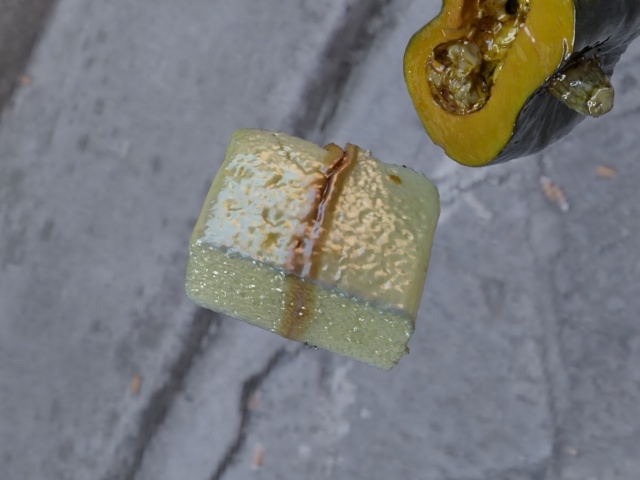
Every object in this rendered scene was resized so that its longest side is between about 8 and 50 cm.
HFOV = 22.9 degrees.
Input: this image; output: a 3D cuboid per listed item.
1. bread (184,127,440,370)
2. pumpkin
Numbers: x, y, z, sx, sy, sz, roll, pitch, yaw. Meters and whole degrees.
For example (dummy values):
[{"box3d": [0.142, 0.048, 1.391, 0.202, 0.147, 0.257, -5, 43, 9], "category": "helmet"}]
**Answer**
[{"box3d": [0.000, 0.000, 1.599, 0.135, 0.240, 0.178, 108, -179, -60], "category": "bread"}, {"box3d": [0.215, -0.198, 1.563, 0.222, 0.139, 0.317, 47, 141, 18], "category": "pumpkin"}]
